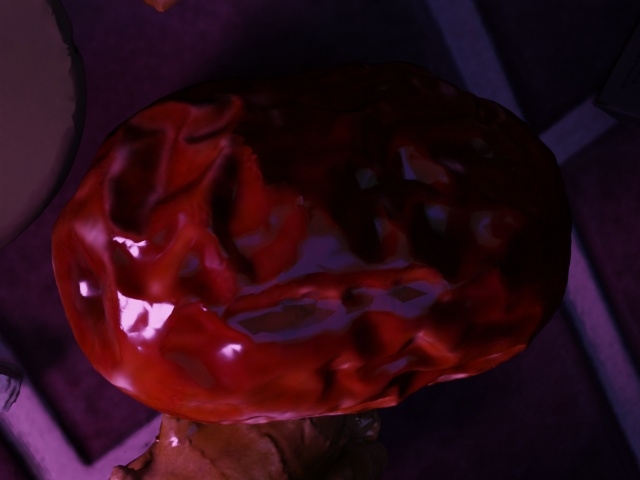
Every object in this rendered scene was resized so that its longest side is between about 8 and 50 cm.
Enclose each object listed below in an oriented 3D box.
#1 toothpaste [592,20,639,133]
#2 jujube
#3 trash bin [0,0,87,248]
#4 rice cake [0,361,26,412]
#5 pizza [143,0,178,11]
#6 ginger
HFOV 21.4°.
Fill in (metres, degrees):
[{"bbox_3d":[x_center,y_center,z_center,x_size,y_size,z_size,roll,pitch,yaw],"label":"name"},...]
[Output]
[{"bbox_3d":[0.276,-0.204,0.952,0.067,0.081,0.336,28,92,-33],"label":"toothpaste"},{"bbox_3d":[0.000,0.000,0.818,0.250,0.174,0.174,-14,112,-24],"label":"jujube"},{"bbox_3d":[-0.204,-0.124,0.616,0.121,0.247,0.243,-31,118,-17],"label":"trash bin"},{"bbox_3d":[-0.199,0.057,0.812,0.121,0.021,0.022,21,106,-33],"label":"rice cake"},{"bbox_3d":[0.006,-0.263,0.699,0.440,0.130,0.406,14,117,-4],"label":"pizza"},{"bbox_3d":[-0.049,0.118,0.881,0.205,0.081,0.115,-22,147,-30],"label":"ginger"}]
